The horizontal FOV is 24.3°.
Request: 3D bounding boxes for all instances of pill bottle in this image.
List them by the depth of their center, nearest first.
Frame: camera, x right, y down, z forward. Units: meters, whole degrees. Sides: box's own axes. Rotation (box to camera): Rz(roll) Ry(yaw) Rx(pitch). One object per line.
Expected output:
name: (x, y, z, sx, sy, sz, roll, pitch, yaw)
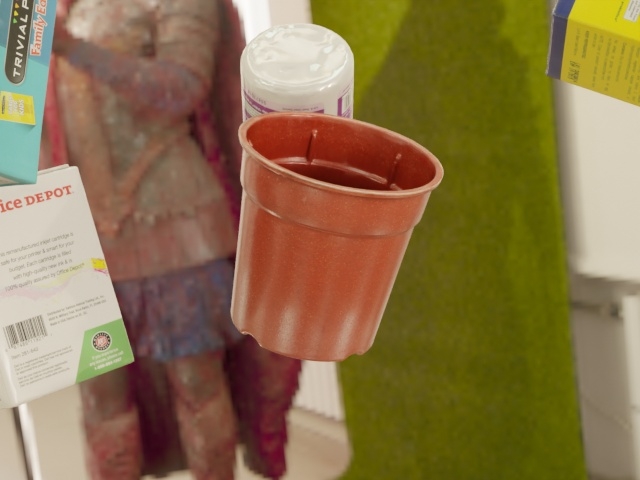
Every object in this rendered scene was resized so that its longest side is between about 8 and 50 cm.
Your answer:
pill bottle: (-0.034, -0.165, 2.254, 0.169, 0.301, 0.169, 0, 45, 0)

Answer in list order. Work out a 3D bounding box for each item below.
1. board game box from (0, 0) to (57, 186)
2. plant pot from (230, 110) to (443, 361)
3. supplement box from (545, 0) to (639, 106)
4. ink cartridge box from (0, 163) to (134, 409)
board game box: (-0.372, -0.215, 1.437, 0.254, 0.336, 0.079, -4, -14, 34)
plant pot: (0.000, 0.000, 1.976, 0.272, 0.265, 0.272, 11, 23, -5)
supplement box: (0.534, -0.308, 2.185, 0.356, 0.195, 0.194, 21, -18, 12)
ink cartridge box: (-0.388, 0.061, 1.941, 0.201, 0.278, 0.117, -19, 4, -43)
